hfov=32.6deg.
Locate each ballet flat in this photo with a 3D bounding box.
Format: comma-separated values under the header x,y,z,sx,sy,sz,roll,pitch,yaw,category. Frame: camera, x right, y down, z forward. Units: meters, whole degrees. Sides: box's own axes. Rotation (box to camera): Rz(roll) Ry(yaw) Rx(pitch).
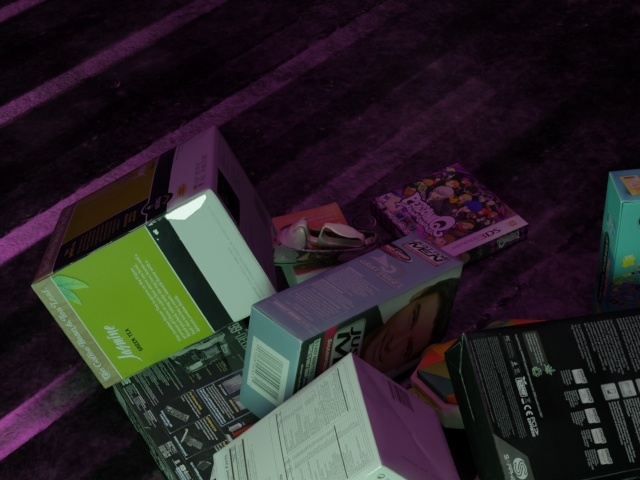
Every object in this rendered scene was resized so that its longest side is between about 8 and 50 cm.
x,y,z,sx,sy,sz,roll,pitch,yaw,category
0.000,0.000,1.888,0.221,0.079,0.077,2,44,10,ballet flat

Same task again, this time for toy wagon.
x,y,z,sx,sy,sz,roll,pitch,yaw,category
0.249,0.221,1.688,0.344,0.068,0.267,-17,22,-16,toy wagon

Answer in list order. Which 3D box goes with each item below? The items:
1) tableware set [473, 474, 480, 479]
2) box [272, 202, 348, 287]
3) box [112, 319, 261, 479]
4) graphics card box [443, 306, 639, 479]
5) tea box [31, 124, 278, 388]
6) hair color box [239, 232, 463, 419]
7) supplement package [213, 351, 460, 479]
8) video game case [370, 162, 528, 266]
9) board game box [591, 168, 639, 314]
x,y,z,sx,sy,sz,roll,pitch,yaw,category
0.183,0.399,1.512,0.020,0.141,0.169,31,49,12,tableware set
-0.003,0.028,1.989,0.130,0.091,0.170,-15,42,-10,box
-0.165,0.271,1.740,0.242,0.077,0.307,-25,45,-21,box
0.379,0.224,1.529,0.370,0.094,0.233,-7,67,-19,graphics card box
-0.261,0.017,1.802,0.323,0.220,0.329,-27,22,8,tea box
0.053,0.140,1.711,0.113,0.185,0.374,32,38,33,hair color box
0.023,0.331,1.472,0.262,0.199,0.198,-39,38,19,supplement package
0.242,-0.042,2.078,0.210,0.042,0.232,-22,43,-20,video game case
0.574,0.033,1.731,0.253,0.336,0.079,-5,41,0,board game box
